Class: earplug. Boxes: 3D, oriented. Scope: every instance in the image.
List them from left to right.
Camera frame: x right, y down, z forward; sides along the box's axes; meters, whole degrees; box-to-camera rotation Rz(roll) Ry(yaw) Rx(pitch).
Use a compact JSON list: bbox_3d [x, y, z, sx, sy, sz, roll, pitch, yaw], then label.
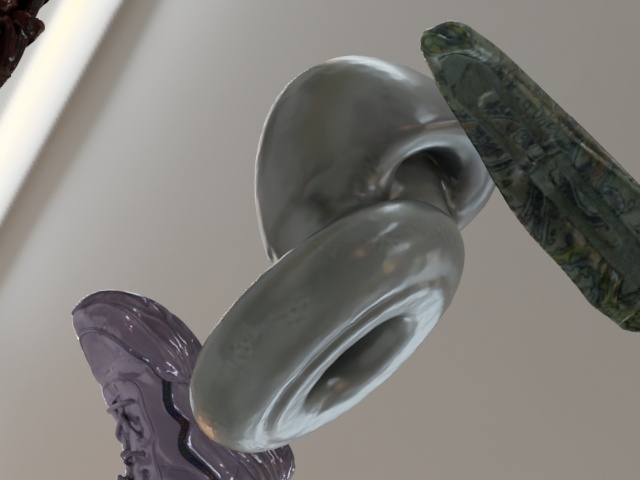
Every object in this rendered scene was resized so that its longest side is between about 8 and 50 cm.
[{"bbox_3d":[0.011,0.005,0.957,0.175,0.325,0.214,26,-42,0],"label":"earplug"}]

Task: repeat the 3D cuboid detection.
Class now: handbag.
[{"bbox_3d":[-0.343,-0.222,1.431,0.084,0.260,0.275,34,-33,-21],"label":"handbag"}]

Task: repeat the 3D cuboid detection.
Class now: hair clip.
[{"bbox_3d":[0.124,-0.034,0.722,0.066,0.036,0.229,-39,-64,13],"label":"hair clip"}]

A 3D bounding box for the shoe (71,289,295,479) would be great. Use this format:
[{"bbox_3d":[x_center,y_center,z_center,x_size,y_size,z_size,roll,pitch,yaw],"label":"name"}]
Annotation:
[{"bbox_3d":[-0.137,0.158,1.177,0.245,0.137,0.095,49,-49,-10],"label":"shoe"}]
